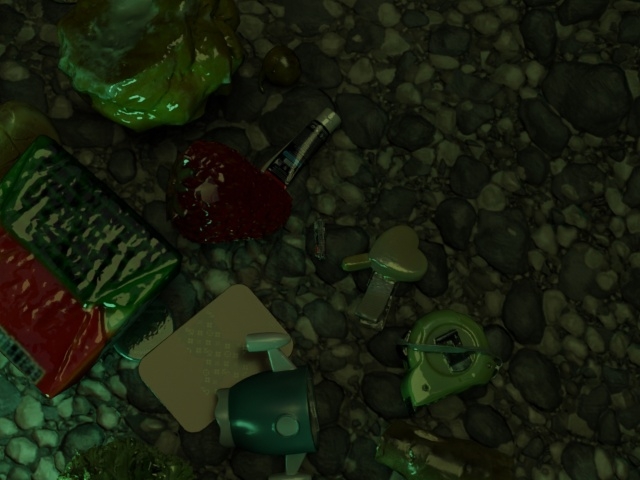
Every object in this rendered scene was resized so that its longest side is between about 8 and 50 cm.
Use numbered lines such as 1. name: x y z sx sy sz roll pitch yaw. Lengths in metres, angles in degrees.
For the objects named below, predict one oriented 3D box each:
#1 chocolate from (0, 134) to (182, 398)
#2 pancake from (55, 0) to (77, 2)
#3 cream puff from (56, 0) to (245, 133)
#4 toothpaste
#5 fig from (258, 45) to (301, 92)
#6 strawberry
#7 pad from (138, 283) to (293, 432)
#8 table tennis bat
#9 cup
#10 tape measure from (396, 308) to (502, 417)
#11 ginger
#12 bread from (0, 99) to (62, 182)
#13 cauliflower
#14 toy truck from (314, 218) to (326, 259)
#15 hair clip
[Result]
1. chocolate: -0.479 0.050 1.750 0.360 0.161 0.341 41 84 11
2. pancake: -0.533 -0.565 2.027 0.139 0.022 0.139 1 74 -3
3. cream puff: -0.304 -0.367 1.864 0.378 0.275 0.378 -7 66 17
4. toothpaste: -0.039 -0.189 1.940 0.071 0.045 0.193 39 81 16
5. fig: -0.090 -0.356 1.971 0.098 0.082 0.084 -18 110 7
6. strawberry: -0.173 -0.081 1.843 0.244 0.205 0.205 13 71 -23
7. pad: -0.197 0.221 1.812 0.267 0.004 0.181 -40 87 -14
8. table tennis bat: -0.344 0.133 1.826 0.124 0.033 0.201 -8 79 -8
9. cup: -0.096 0.312 1.722 0.173 0.167 0.299 -7 99 3
10. tape measure: 0.236 0.218 1.798 0.200 0.106 0.175 -16 78 -10
11. ginger: 0.228 0.410 1.739 0.263 0.109 0.116 20 90 3
12. bread: -0.596 -0.160 1.831 0.105 0.213 0.213 12 68 40
13. cauliflower: -0.317 0.464 1.613 0.275 0.250 0.272 -7 76 -11
14. toy truck: 0.000 0.000 1.888 0.024 0.032 0.083 1 74 -8
15. hair clip: 0.121 0.062 1.864 0.159 0.071 0.218 23 69 6
